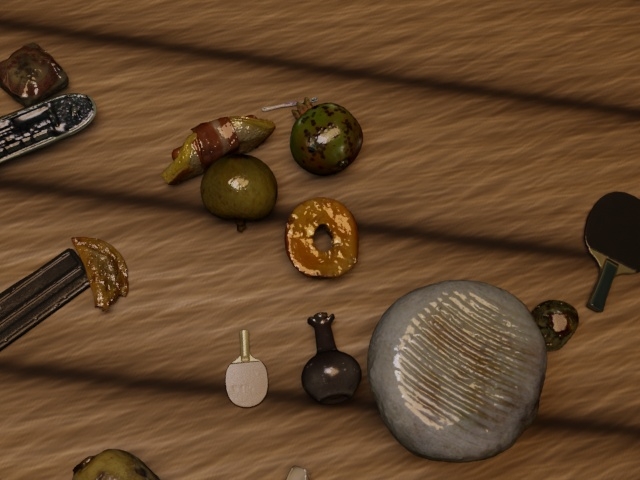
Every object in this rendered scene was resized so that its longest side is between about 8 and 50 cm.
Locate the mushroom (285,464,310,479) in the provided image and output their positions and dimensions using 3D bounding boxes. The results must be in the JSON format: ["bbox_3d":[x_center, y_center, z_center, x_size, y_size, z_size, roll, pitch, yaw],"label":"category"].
[{"bbox_3d":[-0.065,0.534,1.297,0.084,0.071,0.209,8,66,29],"label":"mushroom"}]

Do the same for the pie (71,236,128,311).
[{"bbox_3d":[-0.441,0.062,1.402,0.092,0.034,0.170,-11,70,-30],"label":"pie"}]

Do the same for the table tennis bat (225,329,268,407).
[{"bbox_3d":[-0.150,0.259,1.392,0.087,0.013,0.156,-3,75,-7],"label":"table tennis bat"}]

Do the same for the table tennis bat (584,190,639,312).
[{"bbox_3d":[0.667,0.025,1.552,0.173,0.022,0.301,27,72,1],"label":"table tennis bat"}]

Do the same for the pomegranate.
[{"bbox_3d":[0.004,-0.232,1.488,0.159,0.159,0.205,-26,53,-13],"label":"pomegranate"}]

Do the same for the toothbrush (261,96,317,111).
[{"bbox_3d":[-0.069,-0.310,1.568,0.131,0.013,0.011,-13,71,-7],"label":"toothbrush"}]

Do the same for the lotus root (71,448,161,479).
[{"bbox_3d":[-0.335,0.496,1.231,0.278,0.154,0.154,45,74,4],"label":"lotus root"}]

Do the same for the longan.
[{"bbox_3d":[-0.169,-0.097,1.434,0.154,0.145,0.176,18,114,21],"label":"longan"}]

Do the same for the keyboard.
[{"bbox_3d":[-0.629,0.160,1.357,0.381,0.041,0.103,-36,80,-21],"label":"keyboard"}]

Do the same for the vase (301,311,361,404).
[{"bbox_3d":[0.015,0.230,1.375,0.120,0.120,0.183,-5,61,-8],"label":"vase"}]

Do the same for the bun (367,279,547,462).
[{"bbox_3d":[0.262,0.249,1.341,0.362,0.211,0.362,1,74,-3],"label":"bun"}]

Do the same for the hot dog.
[{"bbox_3d":[-0.228,-0.210,1.462,0.261,0.123,0.093,-28,88,-18],"label":"hot dog"}]

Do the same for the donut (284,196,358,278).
[{"bbox_3d":[0.000,0.000,1.461,0.162,0.065,0.178,10,72,-9],"label":"donut"}]

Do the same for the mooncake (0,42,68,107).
[{"bbox_3d":[-0.621,-0.356,1.477,0.130,0.073,0.125,39,72,16],"label":"mooncake"}]

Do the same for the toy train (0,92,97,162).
[{"bbox_3d":[-0.662,-0.210,1.428,0.407,0.088,0.086,-25,113,-13],"label":"toy train"}]

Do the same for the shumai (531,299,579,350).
[{"bbox_3d":[0.501,0.172,1.456,0.099,0.087,0.124,43,72,8],"label":"shumai"}]
